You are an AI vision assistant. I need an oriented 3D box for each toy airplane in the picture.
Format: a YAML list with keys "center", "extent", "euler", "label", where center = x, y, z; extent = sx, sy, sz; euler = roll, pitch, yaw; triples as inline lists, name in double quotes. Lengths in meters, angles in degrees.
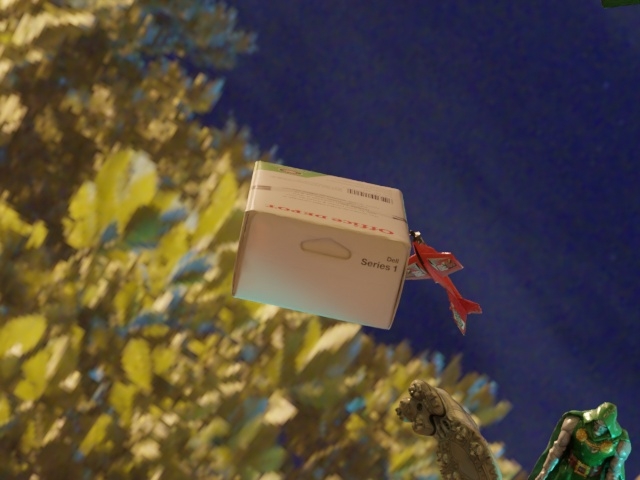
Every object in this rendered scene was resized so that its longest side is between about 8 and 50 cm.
- center: [0.155, 0.050, 1.984]
  extent: [0.028, 0.151, 0.151]
  euler: [-35, -107, -26]
  label: "toy airplane"

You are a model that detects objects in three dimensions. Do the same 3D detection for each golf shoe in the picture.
- center: [0.163, 0.225, 1.745]
  extent: [0.086, 0.069, 0.176]
  euler: [14, -149, -44]
  label: "golf shoe"

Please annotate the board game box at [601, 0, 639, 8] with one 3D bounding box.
- center: [0.207, -0.270, 0.674]
  extent: [0.046, 0.213, 0.317]
  euler: [-50, -49, -59]
  label: "board game box"

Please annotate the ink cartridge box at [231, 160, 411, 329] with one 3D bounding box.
- center: [0.000, 0.000, 1.537]
  extent: [0.160, 0.092, 0.219]
  euler: [12, -165, -2]
  label: "ink cartridge box"

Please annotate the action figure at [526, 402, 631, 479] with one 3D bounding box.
- center: [0.283, 0.255, 1.698]
  extent: [0.137, 0.232, 0.063]
  euler: [22, -136, 13]
  label: "action figure"
